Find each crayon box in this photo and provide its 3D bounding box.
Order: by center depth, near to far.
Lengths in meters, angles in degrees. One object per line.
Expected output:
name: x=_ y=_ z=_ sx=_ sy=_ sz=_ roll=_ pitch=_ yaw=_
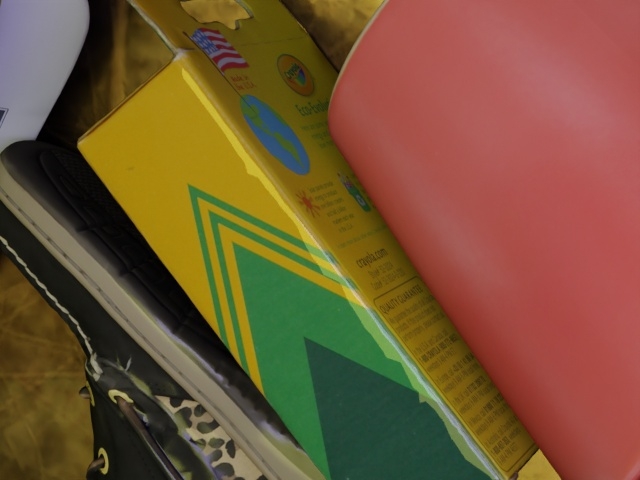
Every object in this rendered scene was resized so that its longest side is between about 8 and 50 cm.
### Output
crayon box: x=0.000 y=0.000 z=0.999 sx=0.081 sy=0.202 sz=0.318 roll=-39 pitch=84 yaw=21

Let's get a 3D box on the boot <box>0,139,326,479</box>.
boot: x=-0.122 y=0.155 z=1.105 sx=0.377 sy=0.138 sz=0.284 roll=44 pitch=110 yaw=2

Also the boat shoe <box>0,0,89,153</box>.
boat shoe: x=-0.247 y=-0.062 z=1.132 sx=0.102 sy=0.108 sz=0.301 roll=51 pitch=119 yaw=41

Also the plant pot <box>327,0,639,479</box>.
plant pot: x=0.153 y=-0.038 z=0.921 sx=0.243 sy=0.275 sz=0.275 roll=46 pitch=110 yaw=18
